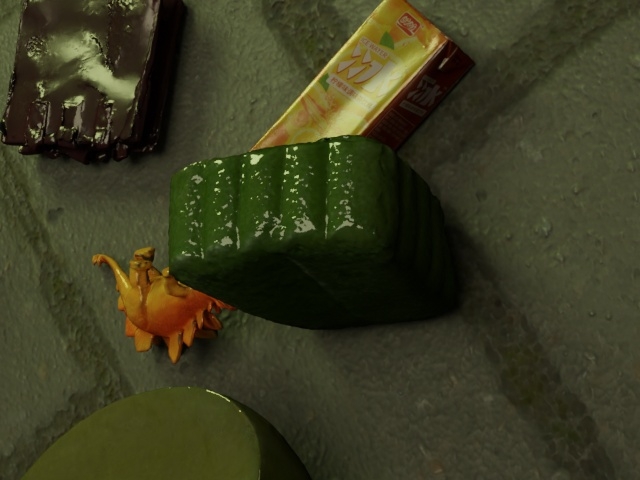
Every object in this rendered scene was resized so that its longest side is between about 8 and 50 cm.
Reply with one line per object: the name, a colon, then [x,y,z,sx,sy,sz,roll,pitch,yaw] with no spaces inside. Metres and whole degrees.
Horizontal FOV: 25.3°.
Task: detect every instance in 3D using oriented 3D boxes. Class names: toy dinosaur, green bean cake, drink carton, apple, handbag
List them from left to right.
handbag: [-0.260,-0.194,1.634,0.203,0.074,0.216,1,78,30]
apple: [-0.165,0.331,1.302,0.360,0.320,0.312,-25,101,27]
toy dinosaur: [-0.166,0.069,1.490,0.288,0.070,0.117,3,107,52]
green bean cake: [0.000,0.000,1.331,0.222,0.248,0.125,-10,65,23]
drink carton: [0.041,-0.134,1.446,0.223,0.071,0.096,-48,57,9]
